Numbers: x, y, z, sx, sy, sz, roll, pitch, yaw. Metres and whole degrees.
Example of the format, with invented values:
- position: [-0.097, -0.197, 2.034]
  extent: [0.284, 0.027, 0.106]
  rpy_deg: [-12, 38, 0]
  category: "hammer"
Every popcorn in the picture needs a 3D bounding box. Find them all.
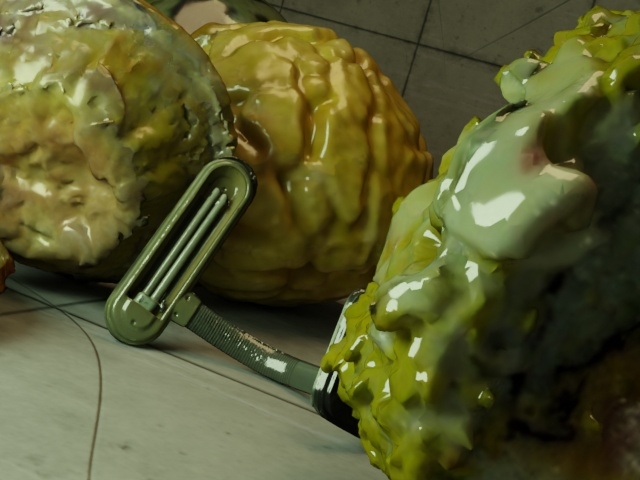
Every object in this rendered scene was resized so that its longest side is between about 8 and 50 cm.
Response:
- position: [-0.030, -0.090, 1.306]
  extent: [0.354, 0.344, 0.390]
  rpy_deg: [12, 3, -2]
  category: "popcorn"

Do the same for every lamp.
- position: [-0.024, 0.045, 0.954]
  extent: [0.283, 0.203, 0.124]
  rpy_deg: [17, -12, 34]
  category: "lamp"

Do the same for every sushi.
- position: [0.203, 0.043, 0.675]
  extent: [0.351, 0.396, 0.240]
  rpy_deg: [36, 6, -10]
  category: "sushi"

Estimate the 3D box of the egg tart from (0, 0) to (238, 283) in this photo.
- position: [-0.250, -0.084, 1.045]
  extent: [0.352, 0.352, 0.150]
  rpy_deg: [16, 34, 0]
  category: "egg tart"

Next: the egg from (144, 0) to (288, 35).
- position: [-0.183, -0.225, 1.617]
  extent: [0.345, 0.345, 0.428]
  rpy_deg: [18, 35, 10]
  category: "egg"

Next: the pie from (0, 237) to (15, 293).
- position: [-0.400, -0.003, 0.880]
  extent: [0.308, 0.085, 0.308]
  rpy_deg: [16, 9, -3]
  category: "pie"
